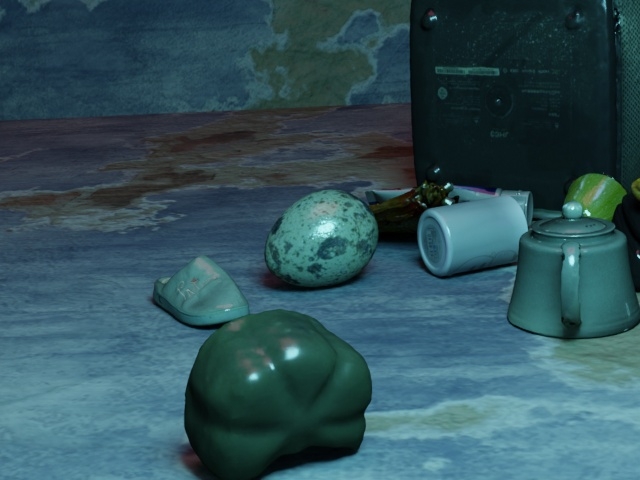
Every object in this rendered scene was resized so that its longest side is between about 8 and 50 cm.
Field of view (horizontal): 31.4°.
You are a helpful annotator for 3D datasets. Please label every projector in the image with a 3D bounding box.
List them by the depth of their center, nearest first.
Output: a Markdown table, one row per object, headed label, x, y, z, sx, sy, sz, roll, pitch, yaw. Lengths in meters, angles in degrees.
| label | x | y | z | sx | sy | sz | roll | pitch | yaw |
| --- | --- | --- | --- | --- | --- | --- | --- | --- | --- |
| projector | 0.363 | -0.254 | 1.933 | 0.395 | 0.405 | 0.242 | 9 | 19 | 41 |

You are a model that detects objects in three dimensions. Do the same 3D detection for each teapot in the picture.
| label | x | y | z | sx | sy | sz | roll | pitch | yaw |
| --- | --- | --- | --- | --- | --- | --- | --- | --- | --- |
| teapot | 0.307 | 0.027 | 1.383 | 0.162 | 0.149 | 0.239 | 2 | 15 | 16 |

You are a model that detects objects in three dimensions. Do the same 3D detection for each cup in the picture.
| label | x | y | z | sx | sy | sz | roll | pitch | yaw |
| --- | --- | --- | --- | --- | --- | --- | --- | --- | --- |
| cup | 0.213 | 0.005 | 1.637 | 0.133 | 0.136 | 0.099 | -11 | 50 | -23 |

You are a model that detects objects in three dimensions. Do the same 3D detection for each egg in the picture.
| label | x | y | z | sx | sy | sz | roll | pitch | yaw |
| --- | --- | --- | --- | --- | --- | --- | --- | --- | --- |
| egg | 0.000 | 0.000 | 1.594 | 0.172 | 0.132 | 0.132 | -24 | 22 | -23 |

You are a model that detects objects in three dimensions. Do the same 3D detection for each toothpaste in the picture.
| label | x | y | z | sx | sy | sz | roll | pitch | yaw |
| --- | --- | --- | --- | --- | --- | --- | --- | --- | --- |
| toothpaste | 0.209 | -0.055 | 1.858 | 0.266 | 0.096 | 0.061 | 1 | 56 | 19 |

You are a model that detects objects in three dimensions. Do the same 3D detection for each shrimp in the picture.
| label | x | y | z | sx | sy | sz | roll | pitch | yaw |
| --- | --- | --- | --- | --- | --- | --- | --- | --- | --- |
| shrimp | 0.130 | -0.046 | 1.740 | 0.154 | 0.062 | 0.294 | -3 | -12 | -15 |

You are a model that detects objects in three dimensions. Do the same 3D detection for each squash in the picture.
| label | x | y | z | sx | sy | sz | roll | pitch | yaw |
| --- | --- | --- | --- | --- | --- | --- | --- | --- | --- |
| squash | 0.401 | -0.029 | 1.726 | 0.105 | 0.105 | 0.132 | 7 | 33 | 34 |

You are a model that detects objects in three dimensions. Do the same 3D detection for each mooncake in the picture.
| label | x | y | z | sx | sy | sz | roll | pitch | yaw |
| --- | --- | --- | --- | --- | --- | --- | --- | --- | --- |
| mooncake | -0.038 | 0.152 | 1.055 | 0.175 | 0.168 | 0.104 | -40 | 39 | -11 |

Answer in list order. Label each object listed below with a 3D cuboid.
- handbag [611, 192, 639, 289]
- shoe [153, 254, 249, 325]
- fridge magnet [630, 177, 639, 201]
| label | x | y | z | sx | sy | sz | roll | pitch | yaw |
| --- | --- | --- | --- | --- | --- | --- | --- | --- | --- |
| handbag | 0.530 | -0.001 | 1.575 | 0.244 | 0.088 | 0.275 | 3 | 14 | 9 |
| shoe | -0.165 | 0.060 | 1.513 | 0.079 | 0.078 | 0.195 | -12 | 13 | -31 |
| fridge magnet | 0.494 | -0.069 | 1.542 | 0.143 | 0.063 | 0.143 | 3 | 19 | -1 |
